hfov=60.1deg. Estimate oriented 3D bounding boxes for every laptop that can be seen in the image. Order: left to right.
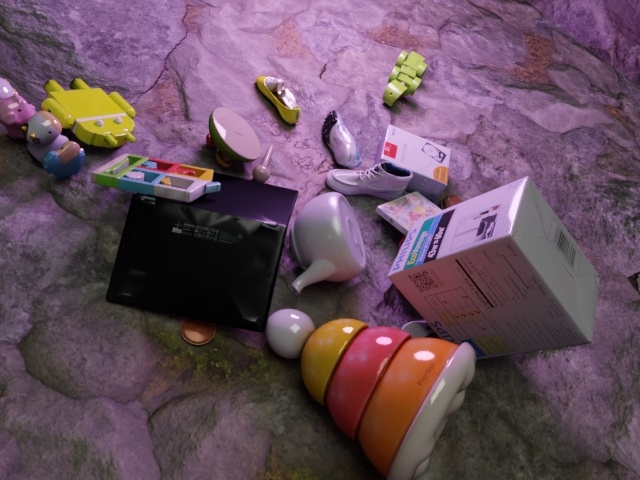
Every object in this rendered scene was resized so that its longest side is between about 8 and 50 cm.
[{"bbox_3d":[-0.280,-0.002,1.429,0.381,0.236,0.408,12,81,0],"label":"laptop"}]

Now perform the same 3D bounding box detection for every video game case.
[{"bbox_3d":[0.307,-0.062,1.681,0.206,0.026,0.227,41,39,23],"label":"video game case"}]

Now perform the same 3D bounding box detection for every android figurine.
[{"bbox_3d":[-0.627,-0.350,1.525,0.273,0.056,0.248,43,34,14],"label":"android figurine"}]

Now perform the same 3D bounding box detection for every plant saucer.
[{"bbox_3d":[-0.292,0.211,1.316,0.083,0.013,0.084,10,54,-14],"label":"plant saucer"}]

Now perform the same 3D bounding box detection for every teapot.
[{"bbox_3d":[0.000,0.000,1.471,0.187,0.256,0.253,-17,82,16],"label":"teapot"}]

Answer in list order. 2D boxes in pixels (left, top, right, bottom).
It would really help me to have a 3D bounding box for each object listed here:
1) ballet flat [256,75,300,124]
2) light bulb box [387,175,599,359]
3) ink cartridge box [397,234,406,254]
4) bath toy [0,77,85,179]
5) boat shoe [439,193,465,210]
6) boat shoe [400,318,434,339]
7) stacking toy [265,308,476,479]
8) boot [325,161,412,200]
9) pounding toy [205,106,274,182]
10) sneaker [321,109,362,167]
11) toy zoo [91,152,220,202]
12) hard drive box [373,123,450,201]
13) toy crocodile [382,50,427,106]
[{"bbox_3d":[-0.133,-0.484,1.826,0.077,0.077,0.231,-21,66,-31],"label":"ballet flat"},{"bbox_3d":[0.432,0.091,1.391,0.358,0.361,0.225,48,48,-18],"label":"light bulb box"},{"bbox_3d":[0.280,0.065,1.608,0.109,0.063,0.151,19,51,-8],"label":"ink cartridge box"},{"bbox_3d":[-0.760,-0.299,1.402,0.348,0.151,0.129,39,34,10],"label":"bath toy"},{"bbox_3d":[0.503,-0.041,1.743,0.110,0.104,0.307,-24,68,-33],"label":"boat shoe"},{"bbox_3d":[0.273,0.236,1.500,0.142,0.040,0.049,-7,89,-26],"label":"boat shoe"},{"bbox_3d":[0.080,0.289,1.270,0.479,0.351,0.350,29,49,22],"label":"stacking toy"},{"bbox_3d":[0.153,-0.202,1.708,0.258,0.123,0.095,7,54,-17],"label":"boot"},{"bbox_3d":[-0.258,-0.269,1.629,0.237,0.110,0.183,38,33,-31],"label":"pounding toy"},{"bbox_3d":[0.069,-0.326,1.801,0.086,0.085,0.237,18,43,-43],"label":"sneaker"},{"bbox_3d":[-0.397,-0.159,1.406,0.293,0.030,0.192,11,24,2],"label":"toy zoo"},{"bbox_3d":[0.301,-0.256,1.828,0.232,0.089,0.181,20,51,-7],"label":"hard drive box"},{"bbox_3d":[0.321,-0.618,2.093,0.115,0.105,0.341,27,47,-1],"label":"toy crocodile"}]
